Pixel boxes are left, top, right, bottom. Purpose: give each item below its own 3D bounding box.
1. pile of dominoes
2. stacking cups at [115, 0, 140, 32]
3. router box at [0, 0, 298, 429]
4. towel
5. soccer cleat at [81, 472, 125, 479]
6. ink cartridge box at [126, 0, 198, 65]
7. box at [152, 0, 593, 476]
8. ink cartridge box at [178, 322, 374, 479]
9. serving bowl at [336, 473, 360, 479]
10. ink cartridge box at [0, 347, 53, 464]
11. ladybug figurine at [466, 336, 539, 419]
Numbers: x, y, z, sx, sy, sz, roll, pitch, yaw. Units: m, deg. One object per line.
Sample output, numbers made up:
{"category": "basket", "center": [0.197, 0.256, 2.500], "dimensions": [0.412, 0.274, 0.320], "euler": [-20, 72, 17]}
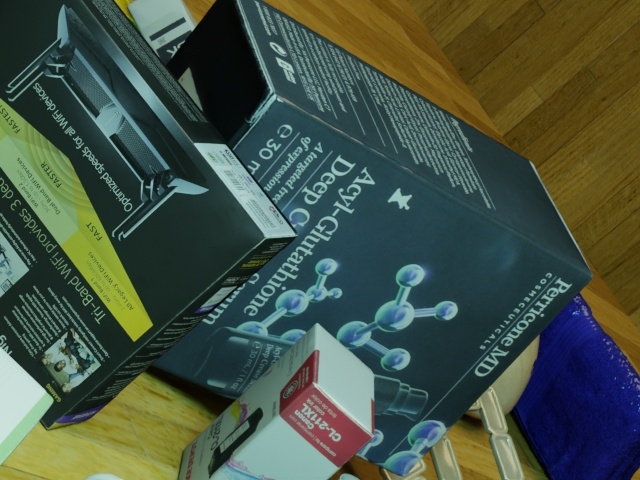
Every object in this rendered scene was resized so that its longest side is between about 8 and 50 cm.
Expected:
{"category": "pile of dominoes", "center": [0.136, 0.270, 1.892], "dimensions": [0.196, 0.040, 0.251], "euler": [5, 57, -37]}
{"category": "stacking cups", "center": [-0.213, -0.175, 1.965], "dimensions": [0.096, 0.096, 0.316], "euler": [38, 11, -35]}
{"category": "router box", "center": [-0.207, -0.044, 1.445], "dimensions": [0.309, 0.243, 0.081], "euler": [52, 15, 10]}
{"category": "towel", "center": [0.329, 0.201, 2.460], "dimensions": [0.076, 0.227, 0.308], "euler": [-9, 50, -32]}
{"category": "soccer cleat", "center": [-0.117, 0.250, 1.329], "dimensions": [0.196, 0.068, 0.076], "euler": [54, 9, -8]}
{"category": "ink cartridge box", "center": [-0.101, -0.116, 1.959], "dimensions": [0.332, 0.065, 0.165], "euler": [60, 0, 34]}
{"category": "box", "center": [0.000, 0.000, 1.711], "dimensions": [0.395, 0.293, 0.212], "euler": [27, 25, -31]}
{"category": "ink cartridge box", "center": [-0.039, 0.172, 1.519], "dimensions": [0.072, 0.175, 0.127], "euler": [42, 16, -14]}
{"category": "serving bowl", "center": [0.038, 0.271, 1.776], "dimensions": [0.083, 0.027, 0.083], "euler": [44, 16, -16]}
{"category": "ink cartridge box", "center": [-0.303, 0.071, 1.255], "dimensions": [0.235, 0.056, 0.171], "euler": [45, 15, -4]}
{"category": "ladybug figurine", "center": [0.154, 0.037, 2.421], "dimensions": [0.305, 0.162, 0.449], "euler": [28, 26, -53]}
